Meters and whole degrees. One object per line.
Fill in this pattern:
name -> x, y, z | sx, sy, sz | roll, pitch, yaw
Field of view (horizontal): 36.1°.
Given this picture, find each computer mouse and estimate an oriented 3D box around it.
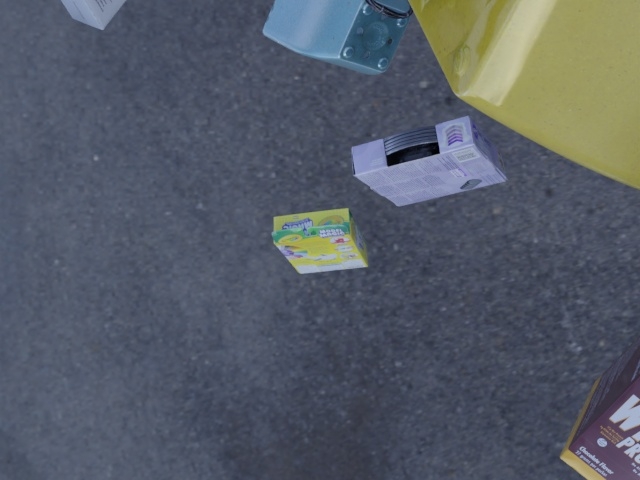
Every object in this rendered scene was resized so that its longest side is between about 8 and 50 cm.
computer mouse -> 0.179, -0.385, 1.526 | 0.041, 0.242, 0.071 | -26, 77, 64

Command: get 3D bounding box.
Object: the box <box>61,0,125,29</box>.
box -> -0.156, -0.281, 0.762 | 0.038, 0.145, 0.186 | 24, 70, 22

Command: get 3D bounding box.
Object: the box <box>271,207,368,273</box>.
box -> 0.000, 0.000, 1.330 | 0.105, 0.179, 0.043 | -6, 74, 9

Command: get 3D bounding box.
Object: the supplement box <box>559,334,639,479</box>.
supplement box -> 0.424, 0.202, 1.210 | 0.129, 0.191, 0.194 | 38, 126, 9

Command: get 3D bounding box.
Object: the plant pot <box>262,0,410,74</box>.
plant pot -> 0.065, -0.512, 2.251 | 0.252, 0.247, 0.247 | 45, 118, 46

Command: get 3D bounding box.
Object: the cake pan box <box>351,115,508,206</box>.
cake pan box -> 0.216, -0.150, 1.937 | 0.245, 0.267, 0.070 | -15, 72, 22

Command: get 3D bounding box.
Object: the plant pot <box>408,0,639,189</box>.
plant pot -> 0.158, -0.160, 0.517 | 0.212, 0.187, 0.212 | 116, 147, -42
